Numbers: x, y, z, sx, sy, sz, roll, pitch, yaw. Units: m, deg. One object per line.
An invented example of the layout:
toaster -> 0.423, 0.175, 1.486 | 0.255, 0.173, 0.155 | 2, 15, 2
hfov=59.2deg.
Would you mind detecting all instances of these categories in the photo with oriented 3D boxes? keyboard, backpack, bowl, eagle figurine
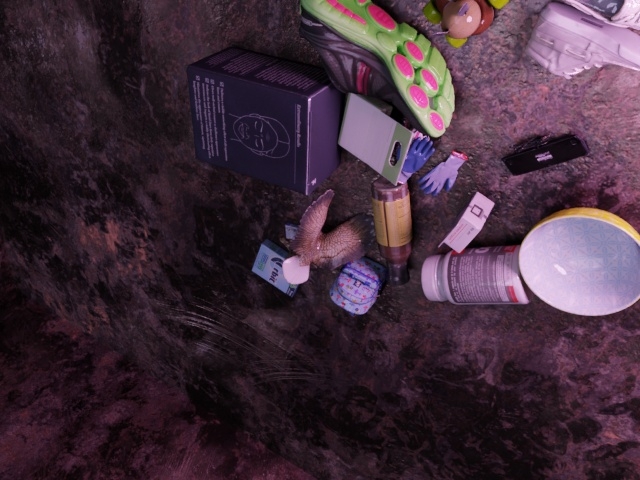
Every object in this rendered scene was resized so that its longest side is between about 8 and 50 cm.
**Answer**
keyboard -> 0.543, -0.223, 1.379 | 0.192, 0.038, 0.100 | -16, 135, 39
backpack -> 0.119, 0.146, 1.822 | 0.158, 0.173, 0.116 | 31, 134, 12
bowl -> 0.654, 0.025, 1.391 | 0.290, 0.156, 0.289 | 18, 130, 22
eagle figurine -> -0.002, -0.011, 1.783 | 0.298, 0.226, 0.225 | -27, 85, 48

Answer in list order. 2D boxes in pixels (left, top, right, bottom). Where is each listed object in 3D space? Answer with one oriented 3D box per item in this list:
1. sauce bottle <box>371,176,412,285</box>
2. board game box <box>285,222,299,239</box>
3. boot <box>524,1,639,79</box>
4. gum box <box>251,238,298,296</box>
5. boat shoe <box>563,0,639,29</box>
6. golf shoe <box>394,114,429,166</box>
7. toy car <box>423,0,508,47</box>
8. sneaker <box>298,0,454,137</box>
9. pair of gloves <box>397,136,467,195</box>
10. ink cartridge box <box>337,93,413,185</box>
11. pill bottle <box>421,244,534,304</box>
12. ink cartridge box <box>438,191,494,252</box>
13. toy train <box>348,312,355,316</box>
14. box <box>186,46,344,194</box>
sauce bottle -> 0.217, -0.022, 1.678 | 0.111, 0.111, 0.344 | 10, 127, 27
board game box -> -0.076, -0.011, 1.943 | 0.090, 0.020, 0.090 | 16, 129, 24
boot -> 0.568, -0.397, 1.196 | 0.258, 0.095, 0.123 | 36, 141, 18
gum box -> -0.150, 0.102, 2.060 | 0.184, 0.041, 0.157 | 33, 134, 7
boat shoe -> 0.604, -0.463, 1.107 | 0.277, 0.096, 0.098 | 21, 130, 19
golf shoe -> 0.246, -0.260, 1.513 | 0.086, 0.067, 0.186 | 10, 139, 1
toy car -> 0.294, -0.497, 1.222 | 0.149, 0.188, 0.155 | 46, 134, -4
sneaker -> 0.140, -0.441, 1.408 | 0.483, 0.185, 0.202 | 45, 153, 1
pair of gloves -> 0.285, -0.199, 1.516 | 0.198, 0.023, 0.159 | 21, 129, -17
ink cartridge box -> 0.155, -0.282, 1.519 | 0.235, 0.056, 0.171 | 39, 137, 27
pill bottle -> 0.440, 0.100, 1.585 | 0.283, 0.161, 0.161 | -5, 119, 36
ink cartridge box -> 0.389, -0.040, 1.502 | 0.060, 0.180, 0.104 | 37, 135, 6
toy train -> 0.133, 0.216, 1.960 | 0.027, 0.036, 0.158 | 32, 134, 10
box -> -0.153, -0.349, 1.611 | 0.396, 0.212, 0.293 | 20, 130, 21
